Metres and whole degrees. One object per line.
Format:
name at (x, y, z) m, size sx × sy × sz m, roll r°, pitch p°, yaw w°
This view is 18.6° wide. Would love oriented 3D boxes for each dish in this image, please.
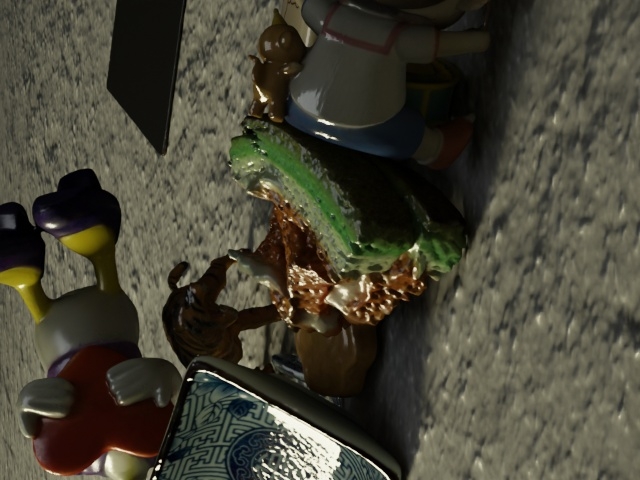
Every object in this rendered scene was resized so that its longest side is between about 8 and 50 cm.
dish at (-0.035, 0.193, 1.526) m, size 0.080 × 0.182 × 0.243 m, roll -52°, pitch -13°, yaw -49°

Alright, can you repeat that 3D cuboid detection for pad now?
pad at (-0.198, -0.230, 2.207) m, size 0.300 × 0.005 × 0.202 m, roll -134°, pitch 51°, yaw -64°

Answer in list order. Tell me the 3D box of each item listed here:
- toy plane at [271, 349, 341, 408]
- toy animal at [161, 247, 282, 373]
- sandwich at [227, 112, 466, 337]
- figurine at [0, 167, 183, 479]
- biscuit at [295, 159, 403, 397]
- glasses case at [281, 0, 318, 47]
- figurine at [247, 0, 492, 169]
toy plane at (-0.008, 0.107, 1.574) m, size 0.083 × 0.031 × 0.078 m, roll 25°, pitch 112°, yaw 49°
toy animal at (-0.105, 0.070, 1.735) m, size 0.255 × 0.116 × 0.114 m, roll -147°, pitch 64°, yaw -68°
sandwich at (0.005, 0.003, 1.388) m, size 0.185 × 0.109 × 0.160 m, roll 42°, pitch 122°, yaw 47°
figurine at (-0.188, 0.152, 1.687) m, size 0.193 × 0.154 × 0.420 m, roll 142°, pitch 110°, yaw -86°
biscuit at (0.015, 0.002, 1.503) m, size 0.144 × 0.040 × 0.236 m, roll -170°, pitch 86°, yaw -66°
glasses case at (0.004, -0.206, 1.564) m, size 0.083 × 0.050 × 0.196 m, roll -130°, pitch 46°, yaw -65°
figurine at (0.052, -0.189, 1.293) m, size 0.158 × 0.161 × 0.275 m, roll -40°, pitch -32°, yaw -62°
